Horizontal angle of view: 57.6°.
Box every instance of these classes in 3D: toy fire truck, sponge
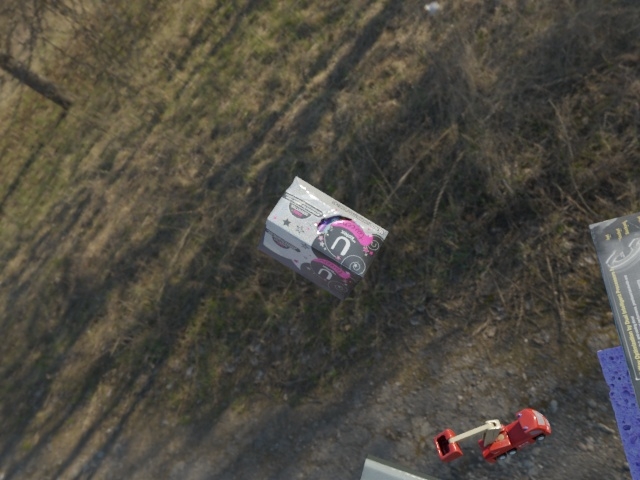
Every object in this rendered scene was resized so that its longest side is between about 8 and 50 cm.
[{"bbox_3d":[0.331,0.376,1.120,0.192,0.135,0.047,-37,41,20],"label":"toy fire truck"},{"bbox_3d":[0.485,0.253,0.842,0.117,0.031,0.210,-37,57,57],"label":"sponge"}]

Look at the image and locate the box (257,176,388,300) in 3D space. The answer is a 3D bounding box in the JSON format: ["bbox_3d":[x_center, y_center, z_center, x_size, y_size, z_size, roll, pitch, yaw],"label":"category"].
[{"bbox_3d":[0.000,0.000,1.338,0.142,0.247,0.163,-59,-1,-29],"label":"box"}]

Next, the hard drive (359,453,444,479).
[{"bbox_3d":[0.097,0.279,0.576,0.135,0.022,0.094,16,94,12],"label":"hard drive"}]

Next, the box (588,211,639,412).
[{"bbox_3d":[0.398,0.090,0.507,0.242,0.076,0.308,-18,47,26],"label":"box"}]
